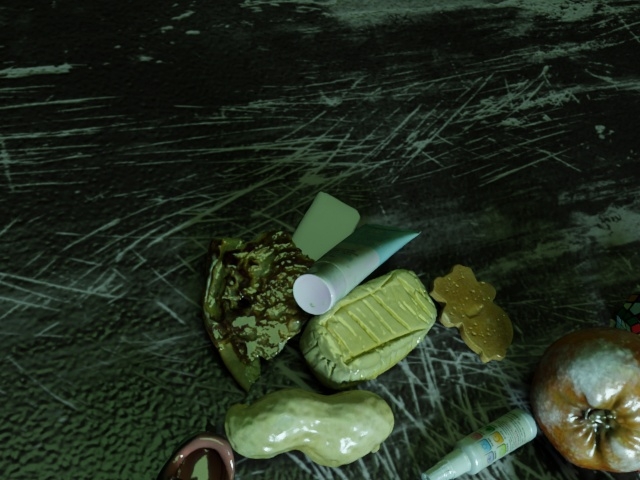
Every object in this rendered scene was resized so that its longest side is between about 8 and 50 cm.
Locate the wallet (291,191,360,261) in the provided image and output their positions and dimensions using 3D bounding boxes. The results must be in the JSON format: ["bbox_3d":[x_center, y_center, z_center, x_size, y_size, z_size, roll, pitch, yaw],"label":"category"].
[{"bbox_3d":[0.000,0.000,1.381,0.095,0.033,0.190,27,54,0],"label":"wallet"}]

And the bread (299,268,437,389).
[{"bbox_3d":[0.078,0.147,1.274,0.236,0.106,0.140,-26,69,-30],"label":"bread"}]

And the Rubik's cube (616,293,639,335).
[{"bbox_3d":[0.620,0.158,1.458,0.133,0.133,0.112,39,29,6],"label":"Rubik's cube"}]

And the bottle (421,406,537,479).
[{"bbox_3d":[0.253,0.336,1.251,0.217,0.060,0.060,-19,68,-29],"label":"bottle"}]

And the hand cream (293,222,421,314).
[{"bbox_3d":[0.063,0.025,1.295,0.111,0.070,0.312,7,25,26],"label":"hand cream"}]

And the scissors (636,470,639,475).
[{"bbox_3d":[0.590,0.476,1.315,0.144,0.017,0.248,-36,78,-32],"label":"scissors"}]

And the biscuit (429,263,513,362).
[{"bbox_3d":[0.276,0.128,1.405,0.184,0.027,0.133,43,55,7],"label":"biscuit"}]

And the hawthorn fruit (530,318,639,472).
[{"bbox_3d":[0.474,0.261,1.278,0.263,0.235,0.231,18,6,-44],"label":"hawthorn fruit"}]

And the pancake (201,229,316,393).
[{"bbox_3d":[-0.116,0.089,1.267,0.212,0.056,0.257,35,61,9],"label":"pancake"}]

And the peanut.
[{"bbox_3d":[-0.013,0.275,1.165,0.263,0.101,0.117,8,57,-18],"label":"peanut"}]

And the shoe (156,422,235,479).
[{"bbox_3d":[-0.179,0.376,1.026,0.114,0.137,0.291,22,56,-6],"label":"shoe"}]
